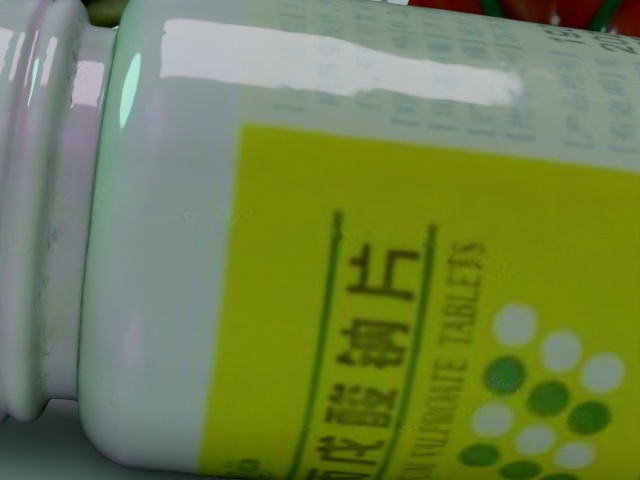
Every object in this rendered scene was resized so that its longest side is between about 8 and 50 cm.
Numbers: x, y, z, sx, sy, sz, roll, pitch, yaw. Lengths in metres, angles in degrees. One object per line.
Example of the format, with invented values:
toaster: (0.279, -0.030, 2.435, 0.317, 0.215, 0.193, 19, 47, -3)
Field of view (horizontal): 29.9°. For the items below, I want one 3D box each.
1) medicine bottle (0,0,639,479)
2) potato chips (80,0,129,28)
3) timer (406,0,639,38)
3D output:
medicine bottle: (0.000, 0.000, 0.524, 0.379, 0.213, 0.213, 6, 8, -6)
potato chips: (-0.255, -0.093, 0.724, 0.358, 0.070, 0.429, -11, 21, 42)
timer: (0.240, -0.118, 0.965, 0.378, 0.377, 0.279, 15, 22, 42)
